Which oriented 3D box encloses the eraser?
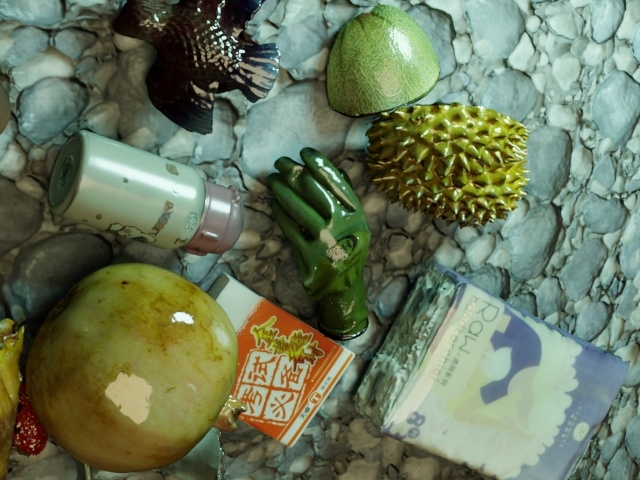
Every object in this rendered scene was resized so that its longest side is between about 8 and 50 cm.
[{"bbox_3d":[-0.083,0.161,1.810,0.230,0.038,0.157,33,92,-30],"label":"eraser"}]

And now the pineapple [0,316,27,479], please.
[{"bbox_3d":[-0.457,0.248,1.582,0.161,0.158,0.334,13,102,15],"label":"pineapple"}]

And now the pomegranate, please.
[{"bbox_3d":[-0.207,0.158,1.631,0.270,0.229,0.252,37,65,-20],"label":"pomegranate"}]

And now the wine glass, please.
[{"bbox_3d":[-0.223,0.282,1.752,0.183,0.122,0.122,-2,109,-19],"label":"wine glass"}]

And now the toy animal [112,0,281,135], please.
[{"bbox_3d":[-0.146,-0.234,1.599,0.179,0.116,0.218,17,107,-29],"label":"toy animal"}]

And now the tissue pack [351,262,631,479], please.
[{"bbox_3d":[0.242,0.203,1.921,0.344,0.125,0.242,26,96,-29],"label":"tissue pack"}]

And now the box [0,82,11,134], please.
[{"bbox_3d":[-0.513,-0.153,1.356,0.339,0.239,0.229,-37,154,-9],"label":"box"}]

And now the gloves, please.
[{"bbox_3d":[0.012,0.004,1.767,0.135,0.107,0.268,-42,122,-42],"label":"gloves"}]

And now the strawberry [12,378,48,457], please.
[{"bbox_3d":[-0.372,0.217,1.678,0.083,0.083,0.096,-2,105,-24],"label":"strawberry"}]

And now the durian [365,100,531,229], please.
[{"bbox_3d":[0.168,-0.093,1.757,0.250,0.183,0.138,14,80,-24],"label":"durian"}]

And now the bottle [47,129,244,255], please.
[{"bbox_3d":[-0.202,-0.049,1.642,0.233,0.110,0.110,19,99,-29],"label":"bottle"}]

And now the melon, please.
[{"bbox_3d":[0.081,-0.228,1.725,0.160,0.079,0.128,-29,118,-12],"label":"melon"}]
